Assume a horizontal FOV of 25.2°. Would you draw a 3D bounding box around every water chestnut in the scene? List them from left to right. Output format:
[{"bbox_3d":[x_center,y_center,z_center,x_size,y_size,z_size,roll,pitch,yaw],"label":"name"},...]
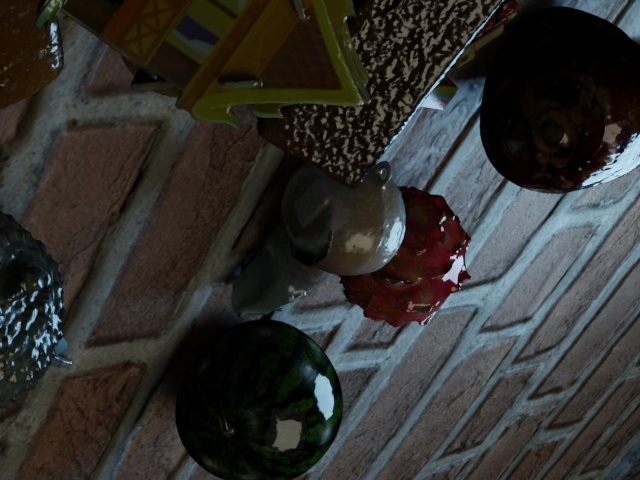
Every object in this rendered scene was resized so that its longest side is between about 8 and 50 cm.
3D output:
[{"bbox_3d":[0.368,-0.191,2.072,0.244,0.289,0.289,23,119,-30],"label":"water chestnut"}]

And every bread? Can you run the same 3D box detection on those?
[{"bbox_3d":[-0.352,-0.219,1.396,0.184,0.110,0.234,-29,150,-17],"label":"bread"},{"bbox_3d":[0.097,-0.265,1.776,0.165,0.113,0.416,30,115,-22],"label":"bread"}]

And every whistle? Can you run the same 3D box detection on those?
[{"bbox_3d":[0.000,0.000,2.048,0.189,0.189,0.348,0,146,-47],"label":"whistle"}]

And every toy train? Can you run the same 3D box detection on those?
[{"bbox_3d":[0.216,-0.297,1.971,0.138,0.050,0.087,-34,156,-8],"label":"toy train"}]

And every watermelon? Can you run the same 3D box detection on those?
[{"bbox_3d":[-0.095,0.257,2.230,0.269,0.269,0.269,-27,150,-18],"label":"watermelon"}]

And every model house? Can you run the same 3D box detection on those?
[{"bbox_3d":[-0.044,-0.286,1.368,0.312,0.242,0.358,33,107,-13],"label":"model house"}]

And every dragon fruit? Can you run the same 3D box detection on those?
[{"bbox_3d":[0.118,0.035,2.190,0.210,0.205,0.268,19,148,-21],"label":"dragon fruit"}]

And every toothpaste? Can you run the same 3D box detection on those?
[{"bbox_3d":[-0.385,0.168,2.018,0.024,0.015,0.083,-53,143,12],"label":"toothpaste"},{"bbox_3d":[0.115,-0.210,1.962,0.193,0.070,0.044,2,131,-49],"label":"toothpaste"}]

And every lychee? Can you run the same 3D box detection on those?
[{"bbox_3d":[-0.424,0.085,1.638,0.274,0.255,0.255,-22,161,33],"label":"lychee"}]

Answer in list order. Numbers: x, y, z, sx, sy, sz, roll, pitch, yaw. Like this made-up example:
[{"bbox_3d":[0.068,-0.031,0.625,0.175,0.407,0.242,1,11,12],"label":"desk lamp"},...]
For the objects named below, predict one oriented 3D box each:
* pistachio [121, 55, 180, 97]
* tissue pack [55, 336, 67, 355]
[{"bbox_3d":[-0.112,-0.273,1.542,0.212,0.163,0.261,-4,120,-24],"label":"pistachio"},{"bbox_3d":[-0.465,0.150,1.828,0.263,0.089,0.177,-31,152,-9],"label":"tissue pack"}]
